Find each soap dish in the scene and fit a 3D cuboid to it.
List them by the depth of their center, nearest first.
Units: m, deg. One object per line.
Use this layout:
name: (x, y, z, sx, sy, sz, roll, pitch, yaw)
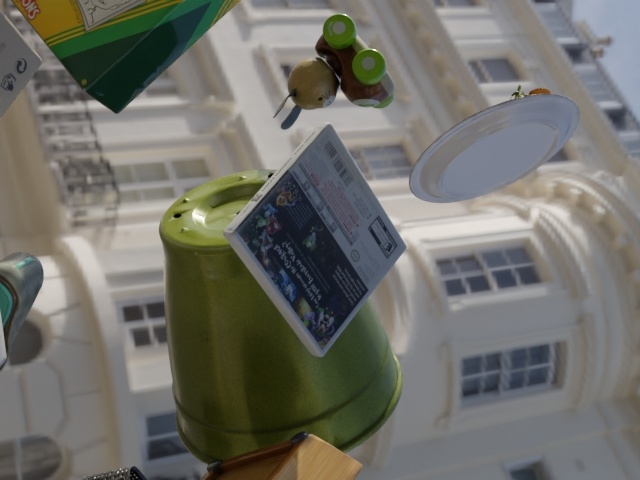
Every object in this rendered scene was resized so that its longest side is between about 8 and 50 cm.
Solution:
soap dish: (-0.105, 0.367, 1.330, 0.229, 0.291, 0.118, -25, -79, 37)

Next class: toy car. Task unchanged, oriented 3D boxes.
toy car: (0.008, -0.240, 1.703, 0.149, 0.188, 0.155, 52, 1, 13)

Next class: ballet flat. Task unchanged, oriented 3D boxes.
ballet flat: (-0.354, 0.089, 1.184, 0.072, 0.068, 0.213, 41, -49, 3)

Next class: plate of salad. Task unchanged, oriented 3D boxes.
plate of salad: (0.186, -0.104, 1.170, 0.048, 0.200, 0.200, 68, -31, 24)

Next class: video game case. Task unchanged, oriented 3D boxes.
video game case: (0.000, 0.000, 1.152, 0.022, 0.173, 0.190, 8, -39, 47)

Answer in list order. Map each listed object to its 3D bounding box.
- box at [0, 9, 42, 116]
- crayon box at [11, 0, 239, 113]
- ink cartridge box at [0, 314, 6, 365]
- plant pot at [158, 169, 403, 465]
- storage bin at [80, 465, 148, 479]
box: (-0.371, -0.207, 0.827, 0.148, 0.121, 0.311, 25, -18, 28)
crayon box: (-0.289, -0.414, 1.504, 0.363, 0.313, 0.106, 49, 5, 22)
ink cartridge box: (-0.378, 0.108, 0.735, 0.353, 0.207, 0.119, -77, 168, -70)
plant pot: (-0.085, 0.095, 1.619, 0.366, 0.367, 0.352, 38, -34, 55)
storage bin: (-0.284, 0.432, 1.596, 0.122, 0.084, 0.180, -92, 163, -45)
